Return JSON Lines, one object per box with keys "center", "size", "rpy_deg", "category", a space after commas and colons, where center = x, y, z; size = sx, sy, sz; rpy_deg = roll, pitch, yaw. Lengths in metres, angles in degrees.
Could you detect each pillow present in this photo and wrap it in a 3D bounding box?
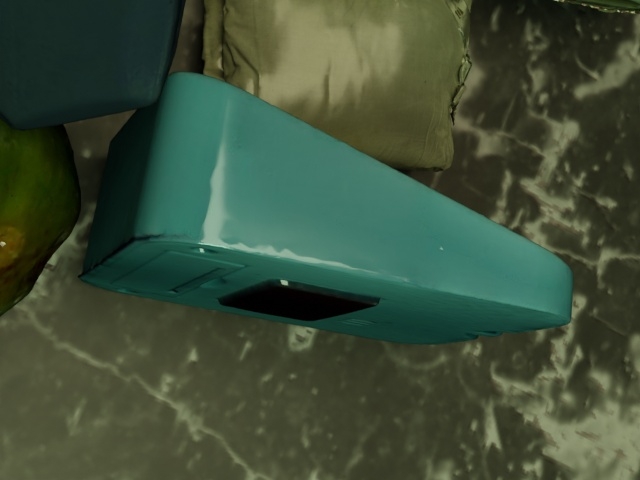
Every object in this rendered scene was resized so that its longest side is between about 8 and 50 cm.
{"center": [0.007, -0.120, 0.842], "size": [0.181, 0.078, 0.134], "rpy_deg": [6, 82, -17], "category": "pillow"}

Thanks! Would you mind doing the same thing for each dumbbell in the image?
{"center": [-0.125, -0.207, 0.692], "size": [0.160, 0.144, 0.325], "rpy_deg": [36, 36, -23], "category": "dumbbell"}

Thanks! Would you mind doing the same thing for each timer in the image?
{"center": [0.000, 0.000, 0.747], "size": [0.250, 0.232, 0.091], "rpy_deg": [16, 76, -18], "category": "timer"}

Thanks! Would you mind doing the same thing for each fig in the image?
{"center": [-0.249, -0.057, 0.713], "size": [0.195, 0.195, 0.245], "rpy_deg": [-29, 59, -20], "category": "fig"}

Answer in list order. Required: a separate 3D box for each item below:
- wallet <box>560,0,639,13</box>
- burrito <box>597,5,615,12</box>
{"center": [0.172, -0.321, 0.897], "size": [0.223, 0.077, 0.309], "rpy_deg": [10, 72, 3], "category": "wallet"}
{"center": [0.264, -0.295, 0.961], "size": [0.082, 0.059, 0.275], "rpy_deg": [38, 73, -26], "category": "burrito"}
